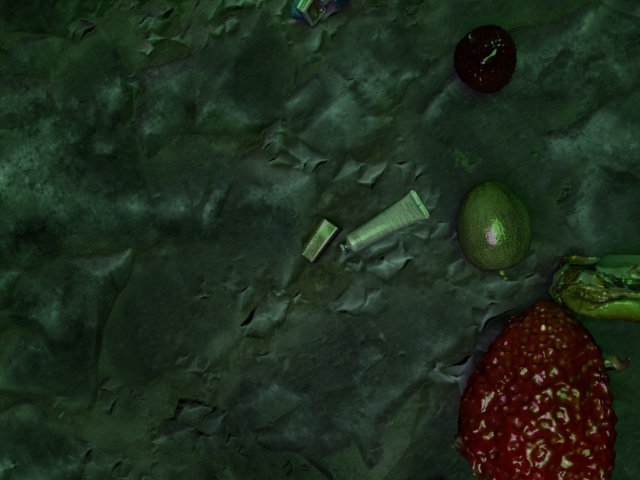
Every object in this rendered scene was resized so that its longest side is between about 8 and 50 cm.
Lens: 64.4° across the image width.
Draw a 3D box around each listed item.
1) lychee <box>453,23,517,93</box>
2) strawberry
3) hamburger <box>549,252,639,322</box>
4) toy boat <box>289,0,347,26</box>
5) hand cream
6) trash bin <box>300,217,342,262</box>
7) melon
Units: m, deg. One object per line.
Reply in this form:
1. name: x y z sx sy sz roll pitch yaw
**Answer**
1. lychee: 0.324 -0.353 1.003 0.123 0.123 0.129 -18 123 8
2. strawberry: 0.400 0.291 0.892 0.292 0.292 0.343 22 98 9
3. hamburger: 0.534 0.087 0.907 0.214 0.235 0.125 -7 98 4
4. toy boat: 0.033 -0.536 1.060 0.102 0.088 0.215 42 98 17
5. hand cream: 0.129 -0.030 1.068 0.194 0.042 0.067 -30 77 2
6. trash bin: 0.000 0.000 1.074 0.043 0.061 0.092 37 97 7
7. melon: 0.335 -0.018 0.982 0.139 0.139 0.192 -11 85 9
